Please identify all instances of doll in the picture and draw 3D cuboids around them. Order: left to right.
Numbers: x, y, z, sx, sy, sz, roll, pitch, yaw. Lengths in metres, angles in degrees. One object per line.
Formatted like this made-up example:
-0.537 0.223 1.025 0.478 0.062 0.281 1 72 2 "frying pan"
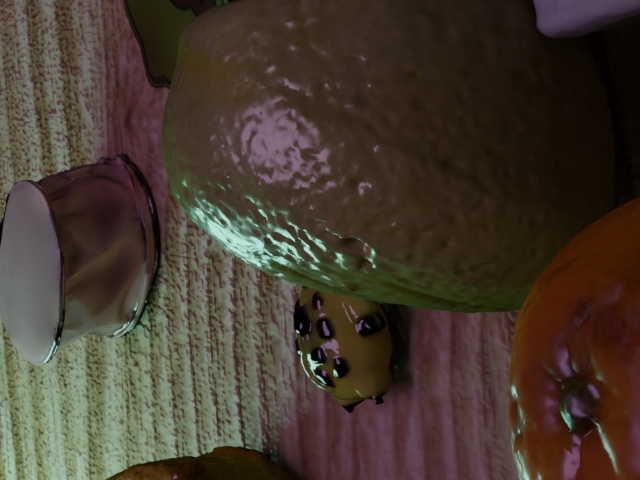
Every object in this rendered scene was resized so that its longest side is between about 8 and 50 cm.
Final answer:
0.001 0.000 1.666 0.117 0.086 0.291 -23 78 52 "doll"

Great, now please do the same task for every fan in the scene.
-0.132 -0.266 1.858 0.229 0.011 0.335 55 147 31 "fan"

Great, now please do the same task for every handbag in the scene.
-0.253 0.020 2.042 0.179 0.116 0.205 48 134 43 "handbag"

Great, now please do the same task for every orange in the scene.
0.238 0.091 1.173 0.261 0.261 0.261 16 109 56 "orange"

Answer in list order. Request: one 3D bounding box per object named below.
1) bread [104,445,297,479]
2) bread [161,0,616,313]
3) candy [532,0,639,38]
-0.078 0.286 1.782 0.147 0.160 0.261 -48 50 43 "bread"
0.051 -0.066 1.365 0.320 0.320 0.237 -23 64 57 "bread"
0.262 -0.245 1.150 0.358 0.145 0.208 -9 89 57 "candy"
